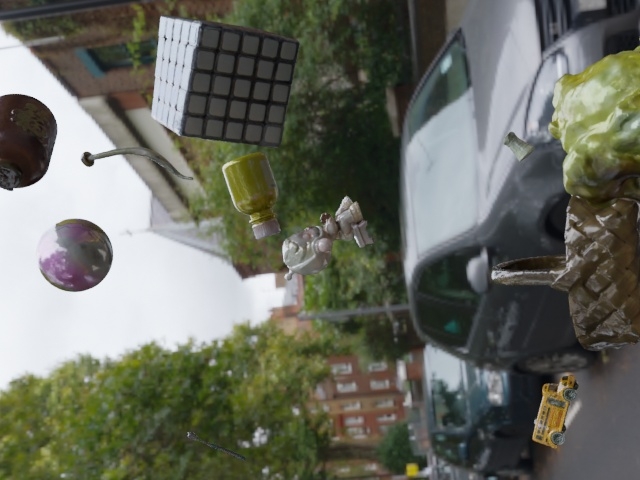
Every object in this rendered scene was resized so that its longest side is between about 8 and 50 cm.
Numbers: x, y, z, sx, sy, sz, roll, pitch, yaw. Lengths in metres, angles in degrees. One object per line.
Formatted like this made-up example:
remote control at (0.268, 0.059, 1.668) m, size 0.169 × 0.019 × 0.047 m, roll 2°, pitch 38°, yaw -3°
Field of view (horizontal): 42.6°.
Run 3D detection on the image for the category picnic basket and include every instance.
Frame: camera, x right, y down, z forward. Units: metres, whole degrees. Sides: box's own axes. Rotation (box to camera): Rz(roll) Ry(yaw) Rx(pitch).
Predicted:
picnic basket at (0.506, 0.054, 1.651) m, size 0.293 × 0.337 × 0.337 m, roll -13°, pitch -82°, yaw -59°

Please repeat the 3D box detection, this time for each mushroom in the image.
mushroom at (-0.487, -0.211, 2.182) m, size 0.043 × 0.306 × 0.068 m, roll -81°, pitch -4°, yaw -52°

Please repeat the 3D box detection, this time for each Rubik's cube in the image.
Rubik's cube at (-0.210, -0.341, 1.755) m, size 0.237 × 0.238 × 0.237 m, roll 32°, pitch 116°, yaw 57°

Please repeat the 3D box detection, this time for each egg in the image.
egg at (-0.623, 0.034, 2.081) m, size 0.271 × 0.196 × 0.196 m, roll 134°, pitch 132°, yaw -75°

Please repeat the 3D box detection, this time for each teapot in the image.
teapot at (0.550, -0.264, 2.296) m, size 0.083 × 0.057 × 0.067 m, roll 46°, pitch 172°, yaw 9°

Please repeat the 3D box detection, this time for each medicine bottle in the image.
medicine bottle at (-0.168, -0.112, 2.145) m, size 0.122 × 0.121 × 0.213 m, roll -19°, pitch -90°, yaw -83°

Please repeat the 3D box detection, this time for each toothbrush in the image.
toothbrush at (-0.235, 0.468, 1.866) m, size 0.167 × 0.011 × 0.014 m, roll 33°, pitch -162°, yaw -32°

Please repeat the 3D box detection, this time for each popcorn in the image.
popcorn at (0.551, -0.203, 1.417) m, size 0.312 × 0.312 × 0.312 m, roll -6°, pitch -90°, yaw -83°

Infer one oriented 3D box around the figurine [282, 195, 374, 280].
figurine at (0.002, 0.005, 2.136) m, size 0.182 × 0.256 × 0.144 m, roll 59°, pitch 177°, yaw 46°

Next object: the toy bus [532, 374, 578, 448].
toy bus at (0.525, 0.376, 1.835) m, size 0.069 × 0.074 × 0.162 m, roll -28°, pitch -50°, yaw -68°

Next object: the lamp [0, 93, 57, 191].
lamp at (-0.684, -0.229, 1.828) m, size 0.180 × 0.180 × 0.258 m, roll 77°, pitch -175°, yaw -48°
